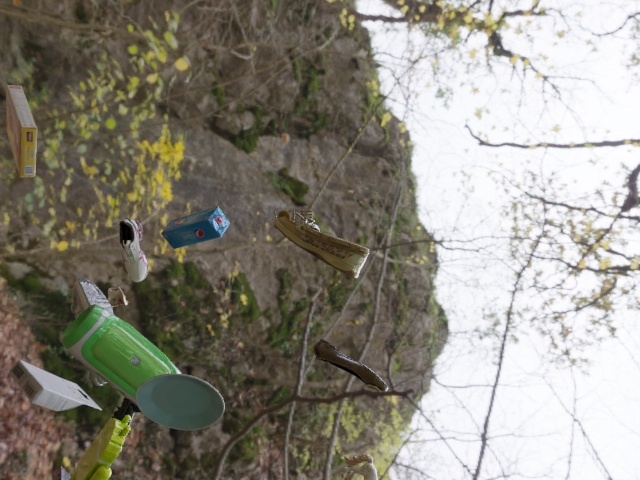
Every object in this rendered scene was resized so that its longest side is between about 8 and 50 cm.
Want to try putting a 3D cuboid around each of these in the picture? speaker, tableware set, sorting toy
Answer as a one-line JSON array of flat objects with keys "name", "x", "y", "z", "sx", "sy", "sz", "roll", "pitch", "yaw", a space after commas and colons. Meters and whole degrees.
[{"name": "speaker", "x": -0.462, "y": 0.288, "z": 1.286, "sx": 0.131, "sy": 0.296, "sz": 0.131, "roll": -36, "pitch": -158, "yaw": 17}, {"name": "tableware set", "x": -0.099, "y": -0.064, "z": 2.035, "sx": 0.024, "sy": 0.153, "sz": 0.104, "roll": -54, "pitch": 142, "yaw": -81}, {"name": "sorting toy", "x": -0.778, "y": 0.214, "z": 2.061, "sx": 0.045, "sy": 0.083, "sz": 0.075, "roll": -44, "pitch": 120, "yaw": -71}]

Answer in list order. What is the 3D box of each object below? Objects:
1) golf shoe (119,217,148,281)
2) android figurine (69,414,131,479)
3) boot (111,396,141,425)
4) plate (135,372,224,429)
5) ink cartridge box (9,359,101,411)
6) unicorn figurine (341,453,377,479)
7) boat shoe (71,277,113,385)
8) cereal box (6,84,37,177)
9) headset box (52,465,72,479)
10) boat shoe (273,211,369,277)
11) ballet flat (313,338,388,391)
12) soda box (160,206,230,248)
[{"name": "golf shoe", "x": -0.547, "y": 0.030, "z": 1.547, "sx": 0.086, "sy": 0.067, "sz": 0.186, "roll": 6, "pitch": 73, "yaw": -83}, {"name": "android figurine", "x": -0.647, "y": 0.638, "z": 1.580, "sx": 0.273, "sy": 0.056, "sz": 0.248, "roll": -54, "pitch": -159, "yaw": -5}, {"name": "boot", "x": -0.630, "y": 0.581, "z": 1.805, "sx": 0.045, "sy": 0.121, "sz": 0.099, "roll": 96, "pitch": 9, "yaw": -46}, {"name": "plate", "x": -0.297, "y": 0.339, "z": 1.150, "sx": 0.024, "sy": 0.188, "sz": 0.188, "roll": -87, "pitch": -161, "yaw": -54}, {"name": "ink cartridge box", "x": -0.810, "y": 0.465, "z": 1.649, "sx": 0.189, "sy": 0.232, "sz": 0.066, "roll": 22, "pitch": -113, "yaw": 38}, {"name": "unicorn figurine", "x": 0.115, "y": 0.577, "z": 1.250, "sx": 0.060, "sy": 0.111, "sz": 0.162, "roll": 79, "pitch": -5, "yaw": -82}, {"name": "boat shoe", "x": -0.665, "y": 0.261, "z": 1.580, "sx": 0.321, "sy": 0.103, "sz": 0.118, "roll": 62, "pitch": 3, "yaw": 12}, {"name": "cereal box", "x": -0.892, "y": -0.327, "z": 1.606, "sx": 0.240, "sy": 0.047, "sz": 0.173, "roll": 52, "pitch": -46, "yaw": 34}, {"name": "headset box", "x": -0.797, "y": 0.744, "z": 1.668, "sx": 0.083, "sy": 0.032, "sz": 0.062, "roll": 24, "pitch": -36, "yaw": 61}, {"name": "boat shoe", "x": 0.000, "y": 0.000, "z": 1.465, "sx": 0.285, "sy": 0.104, "sz": 0.089, "roll": 31, "pitch": -90, "yaw": 20}, {"name": "ballet flat", "x": 0.081, "y": 0.370, "z": 1.554, "sx": 0.249, "sy": 0.058, "sz": 0.084, "roll": 30, "pitch": -24, "yaw": 23}, {"name": "soda box", "x": -0.384, "y": -0.037, "z": 1.652, "sx": 0.209, "sy": 0.071, "sz": 0.067, "roll": -12, "pitch": -145, "yaw": 33}]
